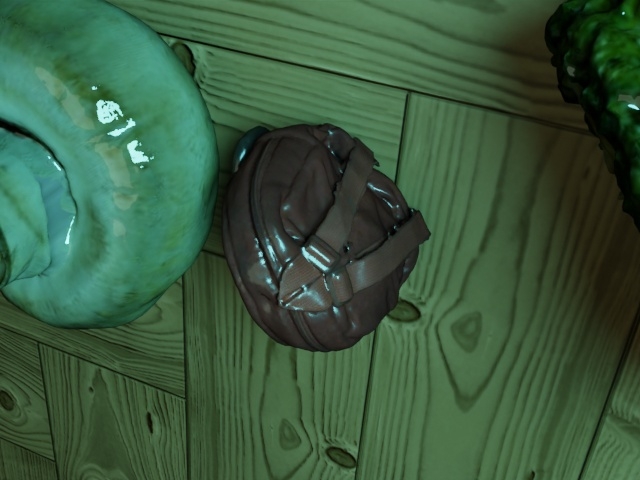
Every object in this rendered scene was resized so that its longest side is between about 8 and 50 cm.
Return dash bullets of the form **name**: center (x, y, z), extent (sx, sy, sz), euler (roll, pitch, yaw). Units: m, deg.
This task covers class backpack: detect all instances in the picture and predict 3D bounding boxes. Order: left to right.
- **backpack**: center (-0.002, 0.001, 0.738), extent (0.139, 0.229, 0.229), euler (-16, 109, 30)

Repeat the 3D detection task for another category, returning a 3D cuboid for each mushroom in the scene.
- **mushroom**: center (-0.266, -0.073, 0.805), extent (0.352, 0.260, 0.352), euler (16, 124, 25)

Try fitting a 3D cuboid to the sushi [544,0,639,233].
- **sushi**: center (0.292, -0.014, 0.520), extent (0.178, 0.294, 0.351), euler (-23, 79, 18)
